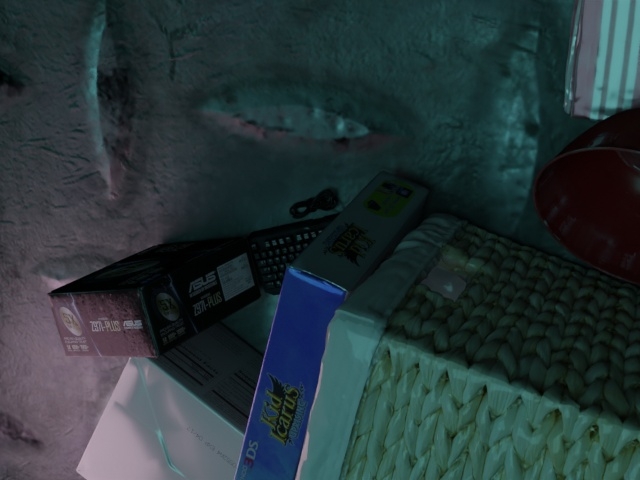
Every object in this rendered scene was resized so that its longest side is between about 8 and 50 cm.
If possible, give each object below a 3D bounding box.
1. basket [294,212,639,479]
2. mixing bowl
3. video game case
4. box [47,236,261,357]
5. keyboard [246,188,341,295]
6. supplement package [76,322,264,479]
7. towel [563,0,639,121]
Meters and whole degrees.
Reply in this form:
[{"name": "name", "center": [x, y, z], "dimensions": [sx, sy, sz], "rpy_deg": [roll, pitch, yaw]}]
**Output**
[{"name": "basket", "center": [0.148, 0.188, 0.851], "dimensions": [0.267, 0.328, 0.331], "rpy_deg": [17, 111, 16]}, {"name": "mixing bowl", "center": [0.290, -0.050, 0.818], "dimensions": [0.181, 0.098, 0.181], "rpy_deg": [26, 152, 15]}, {"name": "video game case", "center": [0.013, 0.096, 0.914], "dimensions": [0.061, 0.244, 0.269], "rpy_deg": [23, 120, 14]}, {"name": "box", "center": [-0.181, 0.061, 1.039], "dimensions": [0.147, 0.180, 0.077], "rpy_deg": [-5, 105, 37]}, {"name": "keyboard", "center": [0.000, 0.000, 1.035], "dimensions": [0.180, 0.023, 0.108], "rpy_deg": [-12, 100, 27]}, {"name": "supplement package", "center": [-0.116, 0.251, 1.095], "dimensions": [0.262, 0.145, 0.204], "rpy_deg": [36, 117, 13]}, {"name": "towel", "center": [0.322, -0.171, 0.827], "dimensions": [0.197, 0.029, 0.144], "rpy_deg": [9, 109, 20]}]
